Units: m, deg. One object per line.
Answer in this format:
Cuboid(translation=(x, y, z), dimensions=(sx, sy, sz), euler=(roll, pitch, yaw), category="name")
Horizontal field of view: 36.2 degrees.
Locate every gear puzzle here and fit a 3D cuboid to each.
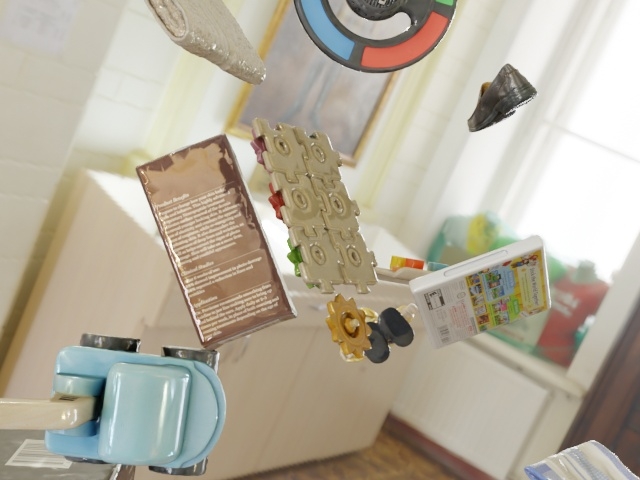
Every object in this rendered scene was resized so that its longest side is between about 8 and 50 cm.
Cuboid(translation=(0.000, 0.000, 1.312), dimensions=(0.175, 0.044, 0.338), euler=(4, 62, -52), category="gear puzzle")

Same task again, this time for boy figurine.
Cuboid(translation=(0.112, 0.177, 1.928), dimensions=(0.092, 0.177, 0.285), euler=(57, -5, -3), category="boy figurine")

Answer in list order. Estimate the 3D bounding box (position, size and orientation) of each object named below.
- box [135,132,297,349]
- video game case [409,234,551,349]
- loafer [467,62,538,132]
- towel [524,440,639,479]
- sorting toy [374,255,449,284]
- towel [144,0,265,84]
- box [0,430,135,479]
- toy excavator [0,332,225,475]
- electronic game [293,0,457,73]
Cuboid(translation=(-0.201, 0.006, 1.916), dimensions=(0.143, 0.191, 0.381), euler=(73, -4, -82), category="box")
Cuboid(translation=(0.255, 0.086, 1.536), dimensions=(0.227, 0.206, 0.026), euler=(63, 8, -57), category="video game case")
Cuboid(translation=(0.262, -0.211, 1.462), dimensions=(0.061, 0.062, 0.170), euler=(62, -24, 4), category="loafer")
Cuboid(translation=(0.481, 0.430, 1.655), dimensions=(0.209, 0.034, 0.285), euler=(44, 24, 30), category="towel")
Cuboid(translation=(0.185, 0.057, 1.738), dimensions=(0.348, 0.047, 0.196), euler=(10, -4, -16), category="sorting toy")
Cuboid(translation=(-0.188, -0.338, 1.348), dimensions=(0.187, 0.049, 0.282), euler=(18, 33, -56), category="towel")
Cuboid(translation=(-0.536, 0.636, 1.867), dimensions=(0.298, 0.471, 0.480), euler=(4, 4, -4), category="box")
Cuboid(translation=(-0.362, 0.260, 1.541), dimensions=(0.433, 0.222, 0.445), euler=(8, -6, -7), category="toy excavator")
Cuboid(translation=(0.074, -0.336, 1.291), dimensions=(0.229, 0.229, 0.048), euler=(21, -1, -16), category="electronic game")
